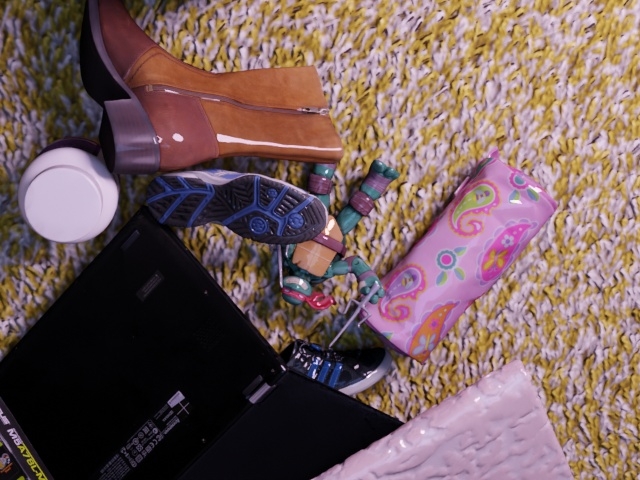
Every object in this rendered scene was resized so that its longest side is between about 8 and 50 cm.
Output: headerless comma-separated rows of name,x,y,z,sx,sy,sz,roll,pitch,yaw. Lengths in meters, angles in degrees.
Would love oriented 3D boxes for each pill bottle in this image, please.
pill bottle,-0.283,-0.056,1.125,0.108,0.193,0.108,-2,102,-9

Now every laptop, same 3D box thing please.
laptop,-0.165,0.233,1.258,0.382,0.236,0.408,-45,76,14

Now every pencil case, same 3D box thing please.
pencil case,0.172,0.021,1.262,0.124,0.124,0.284,39,93,-15

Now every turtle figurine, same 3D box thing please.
turtle figurine,0.000,0.000,1.227,0.175,0.118,0.234,24,84,-21

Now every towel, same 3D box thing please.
towel,0.164,0.334,1.302,0.332,0.053,0.317,-32,129,-1

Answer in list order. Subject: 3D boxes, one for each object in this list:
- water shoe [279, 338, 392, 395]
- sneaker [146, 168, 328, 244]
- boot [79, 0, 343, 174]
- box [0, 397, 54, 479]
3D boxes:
water shoe,-0.007,0.165,1.281,0.203,0.073,0.080,-18,106,-5
sneaker,-0.090,-0.049,1.141,0.211,0.081,0.080,12,110,13
boot,-0.128,-0.199,1.158,0.280,0.264,0.096,-7,146,-25
box,-0.409,0.318,1.200,0.191,0.045,0.184,-42,76,18
